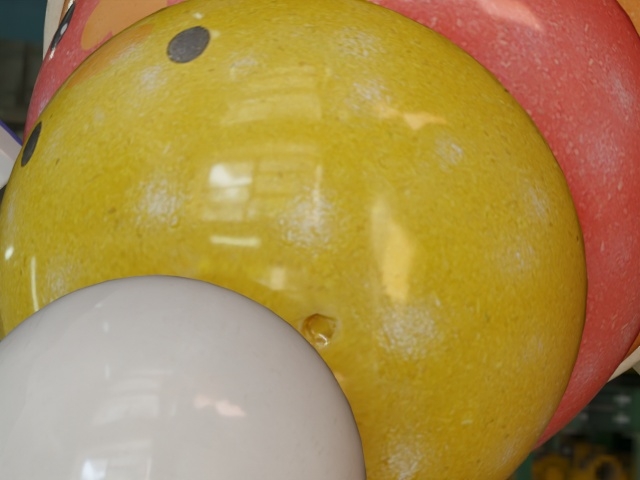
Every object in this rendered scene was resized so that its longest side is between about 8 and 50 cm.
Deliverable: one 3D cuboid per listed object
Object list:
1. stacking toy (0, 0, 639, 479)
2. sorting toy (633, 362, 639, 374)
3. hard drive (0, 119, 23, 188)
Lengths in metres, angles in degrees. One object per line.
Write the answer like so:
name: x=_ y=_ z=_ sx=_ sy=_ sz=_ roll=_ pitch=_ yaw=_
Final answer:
stacking toy: x=0.000 y=0.000 z=0.603 sx=0.480 sy=0.351 sz=0.350 roll=-62 pitch=-20 yaw=-67
sorting toy: x=0.372 y=0.045 z=1.361 sx=0.255 sy=0.257 sz=0.089 roll=-37 pitch=10 yaw=47
hard drive: x=-0.341 y=-0.090 z=0.881 sx=0.210 sy=0.318 sz=0.040 roll=-40 pitch=13 yaw=18
